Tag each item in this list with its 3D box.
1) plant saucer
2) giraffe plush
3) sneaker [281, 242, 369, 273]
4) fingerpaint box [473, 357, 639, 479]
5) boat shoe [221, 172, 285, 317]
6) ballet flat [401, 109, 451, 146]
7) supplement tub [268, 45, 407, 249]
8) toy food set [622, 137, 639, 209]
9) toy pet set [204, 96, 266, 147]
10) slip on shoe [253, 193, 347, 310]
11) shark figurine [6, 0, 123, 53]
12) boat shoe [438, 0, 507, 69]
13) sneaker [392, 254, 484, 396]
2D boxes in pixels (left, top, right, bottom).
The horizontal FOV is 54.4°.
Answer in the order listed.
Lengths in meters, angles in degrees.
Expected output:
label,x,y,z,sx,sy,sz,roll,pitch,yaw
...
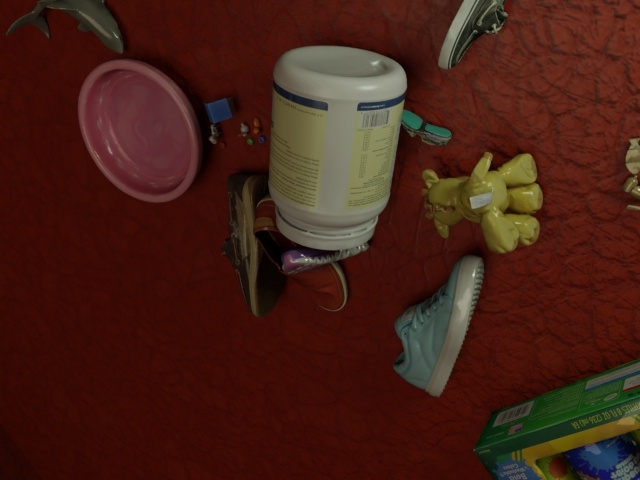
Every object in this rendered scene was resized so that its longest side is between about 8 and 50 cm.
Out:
label,x,y,z,sx,sy,sz,roll,pitch,yaw
plant saucer,-0.399,-0.252,1.425,0.331,0.084,0.333,13,122,21
giraffe plush,0.275,-0.069,1.131,0.170,0.210,0.182,2,87,53
sneaker,0.000,0.000,1.279,0.095,0.236,0.105,-18,90,41
fingerpaint box,0.596,0.463,1.218,0.444,0.163,0.371,-35,89,37
boat shoe,-0.163,0.009,1.431,0.123,0.123,0.342,12,118,31
ballet flat,0.189,-0.206,1.169,0.114,0.041,0.041,28,126,13
supplement tub,0.023,-0.171,1.151,0.235,0.235,0.325,18,123,18
toy food set,0.551,-0.111,1.043,0.077,0.019,0.122,7,111,24
toy pet set,-0.197,-0.247,1.332,0.122,0.065,0.114,-4,114,29
slip on shoe,-0.046,0.049,1.365,0.122,0.101,0.331,-9,131,32
shark figurine,-0.570,-0.505,1.359,0.278,0.116,0.166,14,121,19
boat shoe,0.266,-0.369,1.012,0.070,0.078,0.219,33,125,9
sneaker,0.229,0.175,1.298,0.150,0.135,0.366,20,123,14
